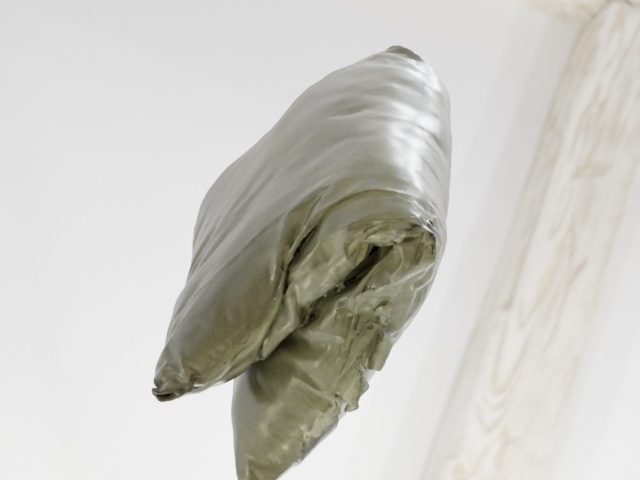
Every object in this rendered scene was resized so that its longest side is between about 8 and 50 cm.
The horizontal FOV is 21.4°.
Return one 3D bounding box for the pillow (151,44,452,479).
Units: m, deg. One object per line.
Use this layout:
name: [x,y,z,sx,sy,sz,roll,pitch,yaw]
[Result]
pillow: [0.000,0.000,0.685,0.078,0.181,0.134,36,-66,-16]
